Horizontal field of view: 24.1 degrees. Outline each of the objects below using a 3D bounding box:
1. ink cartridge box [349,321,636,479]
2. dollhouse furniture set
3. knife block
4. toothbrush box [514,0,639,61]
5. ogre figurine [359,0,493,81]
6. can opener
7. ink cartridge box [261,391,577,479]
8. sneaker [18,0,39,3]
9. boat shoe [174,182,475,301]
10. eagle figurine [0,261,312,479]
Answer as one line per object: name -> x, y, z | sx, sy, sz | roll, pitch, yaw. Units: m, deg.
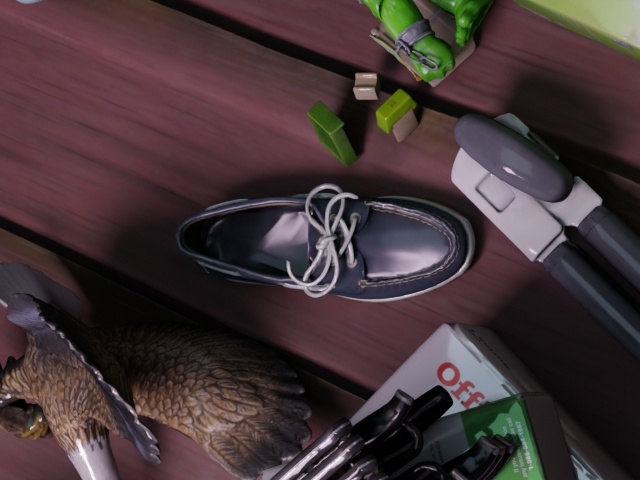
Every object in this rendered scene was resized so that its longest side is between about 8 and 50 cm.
ink cartridge box -> 0.091, 0.228, 1.182 | 0.278, 0.117, 0.201 | -48, 71, 13
dollhouse furniture set -> 0.062, -0.133, 1.273 | 0.152, 0.058, 0.076 | -44, 63, -6
knife block -> 0.001, 0.207, 1.029 | 0.242, 0.275, 0.088 | -25, 69, -26
toothbrush box -> 0.299, -0.225, 1.127 | 0.283, 0.122, 0.206 | 30, 98, 21
ogre figurine -> 0.096, -0.239, 1.229 | 0.118, 0.097, 0.197 | 27, 106, 12
can opener -> 0.205, 0.009, 1.162 | 0.076, 0.095, 0.283 | -48, 70, 14
ink cartridge box -> 0.079, 0.208, 1.076 | 0.208, 0.087, 0.153 | -18, 79, 21
sneaker -> -0.293, -0.387, 1.388 | 0.150, 0.135, 0.366 | -32, 63, 37
boat shoe -> 0.000, 0.000, 1.259 | 0.254, 0.079, 0.095 | 6, 88, 23
eagle figurine -> -0.182, 0.125, 1.262 | 0.298, 0.226, 0.225 | -17, 116, 37
